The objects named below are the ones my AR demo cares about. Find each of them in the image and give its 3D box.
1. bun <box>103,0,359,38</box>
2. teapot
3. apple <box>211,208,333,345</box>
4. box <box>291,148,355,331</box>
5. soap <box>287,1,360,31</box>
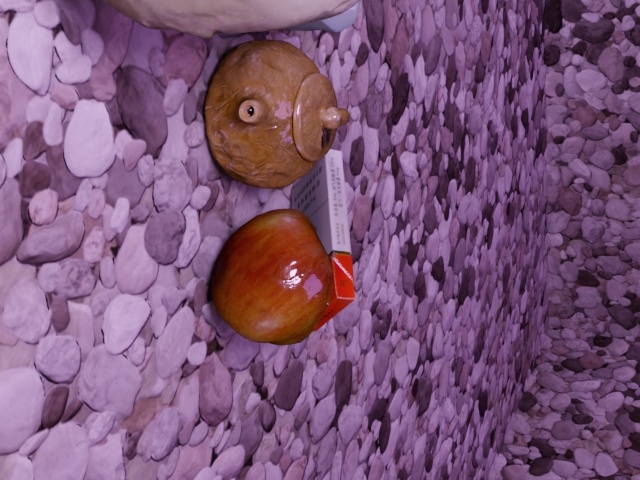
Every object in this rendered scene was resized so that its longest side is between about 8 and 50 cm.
[{"bbox_3d":[-0.085,-0.336,0.870,0.213,0.361,0.361,98,13,-62],"label":"bun"},{"bbox_3d":[-0.040,-0.172,1.197,0.311,0.167,0.203,-12,108,-63],"label":"teapot"},{"bbox_3d":[-0.063,0.047,1.208,0.160,0.195,0.173,32,106,-30],"label":"apple"},{"bbox_3d":[0.000,0.000,1.297,0.035,0.139,0.245,9,62,-23],"label":"box"},{"bbox_3d":[-0.029,-0.441,1.091,0.115,0.208,0.346,32,69,-62],"label":"soap"}]
